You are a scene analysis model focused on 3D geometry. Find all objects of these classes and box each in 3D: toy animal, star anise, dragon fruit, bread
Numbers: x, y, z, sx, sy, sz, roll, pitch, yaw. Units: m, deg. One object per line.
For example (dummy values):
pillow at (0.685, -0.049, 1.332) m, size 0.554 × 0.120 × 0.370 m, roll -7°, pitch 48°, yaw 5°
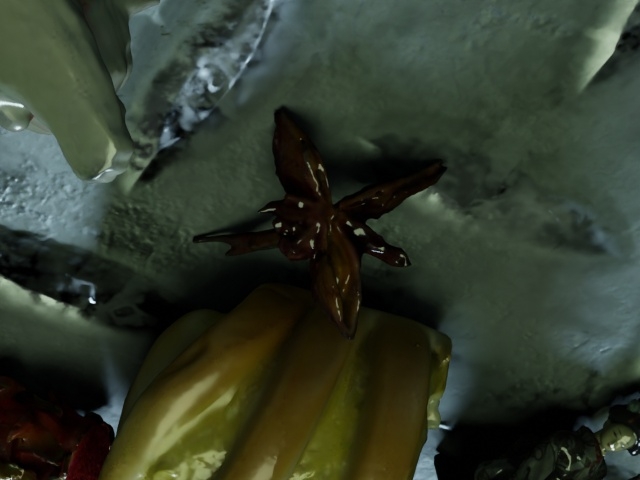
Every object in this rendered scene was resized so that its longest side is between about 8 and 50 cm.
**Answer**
toy animal at (-0.272, -0.149, 1.250) m, size 0.307 × 0.188 × 0.266 m, roll -19°, pitch 113°, yaw 30°
star anise at (-0.007, -0.008, 1.444) m, size 0.140 × 0.158 × 0.144 m, roll 25°, pitch 163°, yaw -13°
dragon fruit at (-0.251, 0.177, 1.577) m, size 0.207 × 0.133 × 0.150 m, roll 40°, pitch 126°, yaw -21°
bread at (-0.042, 0.189, 1.537) m, size 0.270 × 0.211 × 0.316 m, roll 15°, pitch 129°, yaw -14°

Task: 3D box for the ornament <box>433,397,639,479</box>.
ornament at (0.222, 0.214, 1.636) m, size 0.196 × 0.153 × 0.166 m, roll -42°, pitch 125°, yaw 20°
